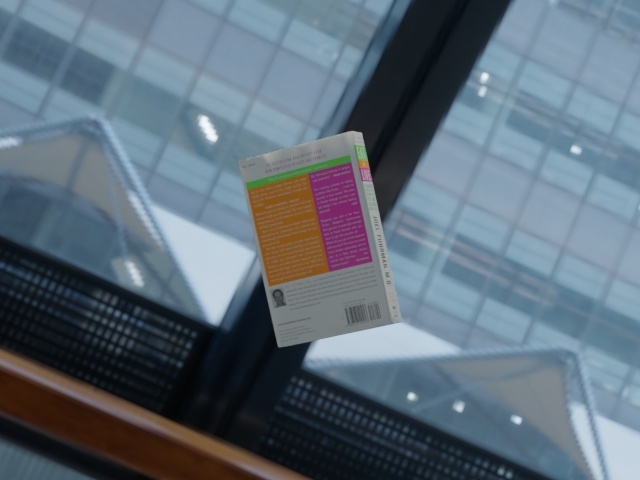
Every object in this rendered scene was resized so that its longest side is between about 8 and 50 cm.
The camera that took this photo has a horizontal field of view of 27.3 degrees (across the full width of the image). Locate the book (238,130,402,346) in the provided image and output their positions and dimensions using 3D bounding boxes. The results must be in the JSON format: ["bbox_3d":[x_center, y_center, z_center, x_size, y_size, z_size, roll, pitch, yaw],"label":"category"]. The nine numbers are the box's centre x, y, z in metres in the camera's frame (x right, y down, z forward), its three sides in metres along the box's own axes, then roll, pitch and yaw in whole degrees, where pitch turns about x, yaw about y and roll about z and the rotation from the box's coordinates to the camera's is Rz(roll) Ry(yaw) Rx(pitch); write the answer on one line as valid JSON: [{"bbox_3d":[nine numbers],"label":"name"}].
[{"bbox_3d":[0.000,0.000,0.982,0.096,0.144,0.035,-13,-6,26],"label":"book"}]
